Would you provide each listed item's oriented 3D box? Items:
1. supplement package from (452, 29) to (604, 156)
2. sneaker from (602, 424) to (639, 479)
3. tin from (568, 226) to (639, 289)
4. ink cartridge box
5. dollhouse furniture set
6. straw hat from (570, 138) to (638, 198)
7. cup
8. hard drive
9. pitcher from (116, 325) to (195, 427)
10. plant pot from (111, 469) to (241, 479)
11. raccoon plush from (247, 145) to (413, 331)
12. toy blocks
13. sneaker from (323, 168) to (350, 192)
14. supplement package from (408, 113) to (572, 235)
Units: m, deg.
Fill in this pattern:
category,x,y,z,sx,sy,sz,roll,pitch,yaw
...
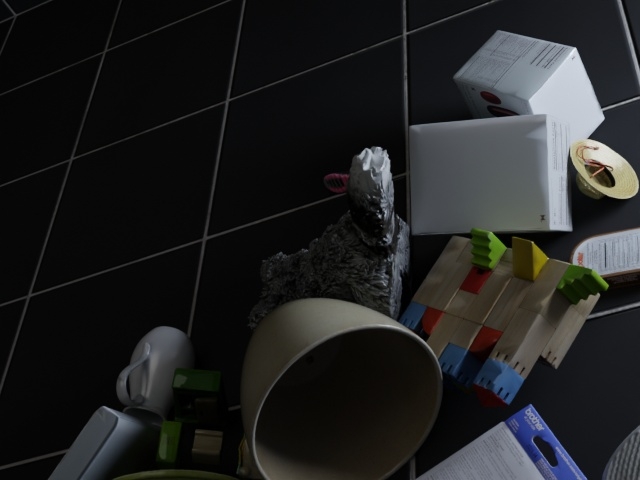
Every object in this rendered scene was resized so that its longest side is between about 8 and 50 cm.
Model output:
category,x,y,z,sx,sy,sz,roll,pitch,yaw
supplement package,0.405,-0.275,2.055,0.149,0.194,0.203,-47,40,-13
sneaker,0.543,0.283,1.464,0.321,0.127,0.126,-47,19,25
tin,0.518,0.028,1.799,0.190,0.040,0.106,-12,40,25
ink cartridge box,0.241,0.403,1.596,0.311,0.065,0.186,-36,39,2
dollhouse furniture set,-0.127,0.359,1.894,0.302,0.151,0.197,5,54,1
straw hat,0.502,-0.113,1.925,0.061,0.145,0.144,122,161,-44
cup,0.000,0.226,1.741,0.331,0.331,0.237,-38,35,-4
hard drive,-0.371,0.406,1.795,0.047,0.353,0.233,31,80,14
pitcher,-0.326,0.258,2.045,0.126,0.177,0.207,-3,49,19
plant pot,-0.232,0.531,1.669,0.276,0.276,0.253,-18,53,20
raccoon plush,0.000,0.000,1.892,0.299,0.446,0.216,4,34,16
toy blocks,0.272,0.144,1.763,0.261,0.191,0.381,-56,32,-11
sneaker,0.065,-0.138,2.283,0.119,0.047,0.057,-8,24,28
supplement package,0.308,-0.113,1.914,0.262,0.145,0.204,-2,89,28
